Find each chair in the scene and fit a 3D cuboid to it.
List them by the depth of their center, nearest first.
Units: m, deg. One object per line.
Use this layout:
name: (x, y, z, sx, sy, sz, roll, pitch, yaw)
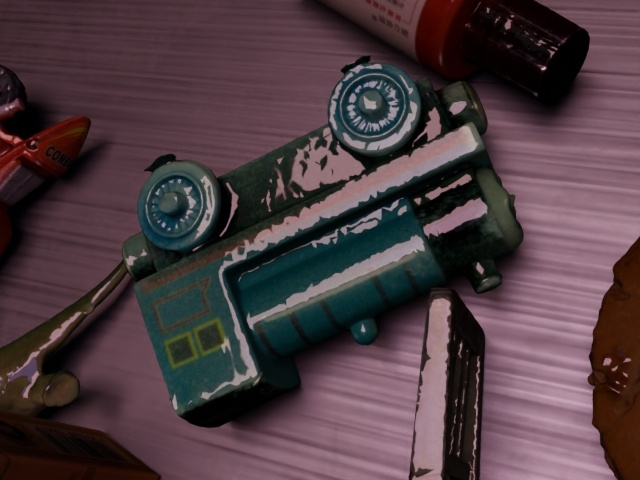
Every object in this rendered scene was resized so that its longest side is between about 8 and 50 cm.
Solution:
chair: (0.026, 0.178, 0.569, 0.147, 0.136, 0.271, -4, 72, 18)

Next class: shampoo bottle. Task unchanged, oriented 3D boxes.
shampoo bottle: (0.083, -0.198, 0.699, 0.278, 0.104, 0.104, 39, 88, 28)

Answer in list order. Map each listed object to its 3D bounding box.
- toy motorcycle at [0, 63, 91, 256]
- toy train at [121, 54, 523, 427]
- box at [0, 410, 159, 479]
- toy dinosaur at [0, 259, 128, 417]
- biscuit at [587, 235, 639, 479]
toy motorcycle: (-0.345, -0.021, 0.809, 0.171, 0.089, 0.298, 32, 84, 26)
toy train: (0.000, 0.000, 0.660, 0.298, 0.120, 0.194, -26, 72, 11)
box: (-0.240, 0.202, 0.584, 0.076, 0.274, 0.174, 28, 83, 24)
toy dinosaur: (-0.332, 0.159, 0.774, 0.447, 0.087, 0.301, -47, 19, -23)
biscuit: (0.292, 0.070, 0.511, 0.295, 0.075, 0.296, -17, 53, 23)
